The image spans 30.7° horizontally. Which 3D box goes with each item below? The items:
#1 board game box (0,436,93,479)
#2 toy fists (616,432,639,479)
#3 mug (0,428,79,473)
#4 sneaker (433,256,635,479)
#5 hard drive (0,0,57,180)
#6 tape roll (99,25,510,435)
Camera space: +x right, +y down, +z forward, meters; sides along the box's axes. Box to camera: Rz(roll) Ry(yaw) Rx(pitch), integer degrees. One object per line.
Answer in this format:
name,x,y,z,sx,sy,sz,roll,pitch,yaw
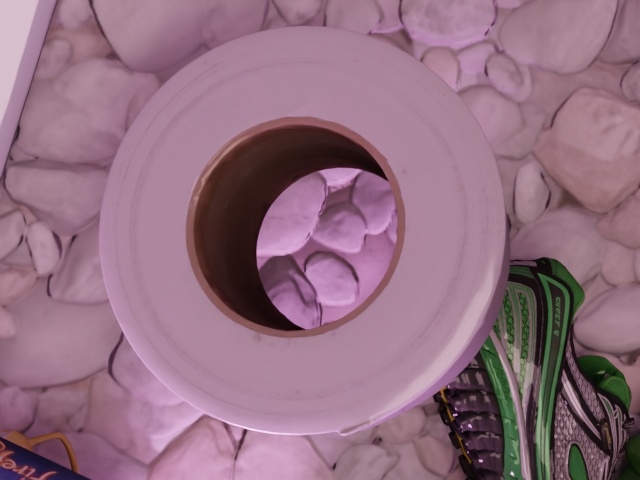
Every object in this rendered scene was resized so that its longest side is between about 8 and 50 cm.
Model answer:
board game box,-0.234,0.247,0.834,0.165,0.042,0.243,28,122,-14
toy fists,0.322,0.262,0.956,0.142,0.096,0.279,-8,105,-7
mug,-0.230,0.173,0.868,0.062,0.078,0.064,-13,98,37
sneaker,0.188,0.175,0.893,0.146,0.134,0.344,-21,105,-5
hard drive,-0.314,-0.087,0.796,0.203,0.040,0.308,18,99,-13
tape roll,0.000,0.000,0.757,0.246,0.169,0.246,-1,83,10
